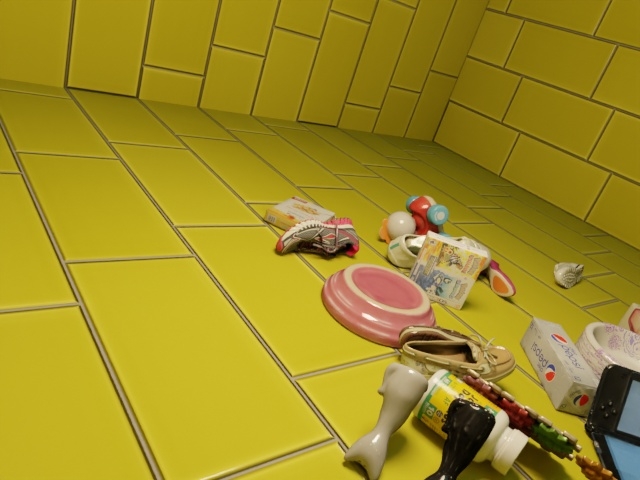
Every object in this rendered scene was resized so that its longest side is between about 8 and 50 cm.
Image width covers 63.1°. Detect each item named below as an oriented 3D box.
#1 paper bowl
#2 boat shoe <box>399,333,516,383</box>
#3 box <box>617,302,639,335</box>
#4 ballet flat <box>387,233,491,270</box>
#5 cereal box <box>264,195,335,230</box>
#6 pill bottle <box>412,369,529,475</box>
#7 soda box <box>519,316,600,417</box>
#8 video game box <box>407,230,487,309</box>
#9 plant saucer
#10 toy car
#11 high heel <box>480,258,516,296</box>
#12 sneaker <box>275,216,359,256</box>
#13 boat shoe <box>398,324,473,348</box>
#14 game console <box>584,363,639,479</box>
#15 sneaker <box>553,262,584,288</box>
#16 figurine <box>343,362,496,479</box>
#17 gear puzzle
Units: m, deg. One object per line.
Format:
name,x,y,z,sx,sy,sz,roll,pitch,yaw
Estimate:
paper bowl,0.825,0.362,1.411,0.284,0.148,0.284,16,24,-7
boat shoe,0.327,0.277,1.221,0.285,0.089,0.104,-4,25,-12
box,1.083,0.327,1.704,0.149,0.126,0.232,24,25,12
ballet flat,0.428,0.038,1.777,0.400,0.139,0.139,3,27,-14
cereal box,-0.069,-0.084,1.834,0.173,0.047,0.240,25,24,13
pill bottle,0.301,0.366,1.050,0.208,0.117,0.118,34,28,29
soda box,0.639,0.332,1.400,0.091,0.098,0.286,15,24,-6
video game box,0.378,0.094,1.589,0.187,0.205,0.048,19,28,1
plant saucer,0.171,0.161,1.441,0.332,0.084,0.332,16,24,-8
toy car,0.327,-0.039,1.930,0.238,0.210,0.219,-19,20,-10
high heel,0.649,0.132,1.861,0.117,0.082,0.244,-1,16,-17
sneaker,0.000,0.000,1.634,0.299,0.121,0.112,-8,65,-33
boat shoe,0.296,0.260,1.321,0.257,0.095,0.095,22,19,-24
game console,0.780,0.450,1.167,0.293,0.250,0.173,19,-2,-1
sneaker,0.993,0.135,2.128,0.095,0.090,0.235,22,17,39
figurine,0.173,0.361,0.940,0.215,0.092,0.209,26,65,19
gear puzzle,0.438,0.402,1.076,0.339,0.175,0.044,32,69,30
